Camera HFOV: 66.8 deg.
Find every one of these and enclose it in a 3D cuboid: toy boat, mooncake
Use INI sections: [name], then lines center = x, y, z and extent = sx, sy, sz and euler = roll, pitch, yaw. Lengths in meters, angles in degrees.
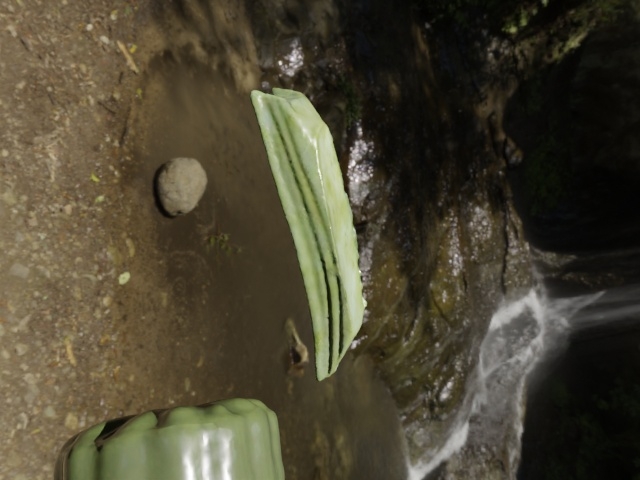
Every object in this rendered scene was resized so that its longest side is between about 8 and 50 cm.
[toy boat]
center = 0.000, 0.000, 0.465
extent = 0.093, 0.055, 0.292
euler = -50, 132, -63
[mooncake]
center = -0.238, 0.361, 0.757
extent = 0.351, 0.352, 0.187
euler = 34, 43, -65
